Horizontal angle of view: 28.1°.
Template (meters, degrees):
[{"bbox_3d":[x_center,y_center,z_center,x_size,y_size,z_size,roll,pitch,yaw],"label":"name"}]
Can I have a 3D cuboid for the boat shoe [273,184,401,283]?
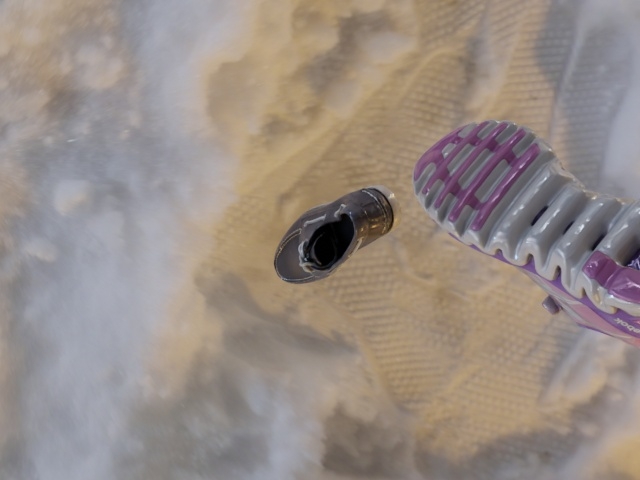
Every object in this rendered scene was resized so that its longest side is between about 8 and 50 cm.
[{"bbox_3d":[0.000,0.000,1.353,0.065,0.206,0.075,-26,86,-41],"label":"boat shoe"}]

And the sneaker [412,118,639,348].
[{"bbox_3d":[0.160,0.003,0.861,0.095,0.236,0.104,-46,140,-12],"label":"sneaker"}]
